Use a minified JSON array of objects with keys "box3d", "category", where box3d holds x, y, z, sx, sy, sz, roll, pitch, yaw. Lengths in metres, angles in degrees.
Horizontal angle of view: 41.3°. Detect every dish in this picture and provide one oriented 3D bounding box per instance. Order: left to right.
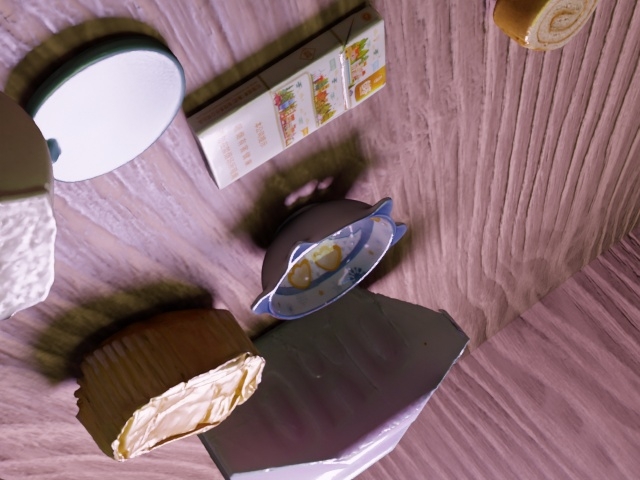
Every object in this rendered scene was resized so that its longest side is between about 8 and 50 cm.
[{"box3d":[0.000,0.000,1.133,0.236,0.086,0.228,-14,146,-45],"category":"dish"}]

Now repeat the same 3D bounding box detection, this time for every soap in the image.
[{"box3d":[0.018,0.245,1.404,0.446,0.261,0.156,-30,153,-18],"category":"soap"}]

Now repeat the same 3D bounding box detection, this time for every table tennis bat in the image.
[{"box3d":[-0.215,-0.087,0.710,0.237,0.038,0.149,-35,159,-19],"category":"table tennis bat"}]

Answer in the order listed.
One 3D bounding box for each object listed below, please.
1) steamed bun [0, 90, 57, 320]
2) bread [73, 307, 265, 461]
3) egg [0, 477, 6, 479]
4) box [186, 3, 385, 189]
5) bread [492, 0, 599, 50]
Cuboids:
[{"box3d":[-0.301,-0.018,0.537,0.242,0.164,0.146,-21,151,-33],"category":"steamed bun"},{"box3d":[-0.198,0.179,1.115,0.250,0.133,0.179,-19,150,-41],"category":"bread"},{"box3d":[-0.449,0.415,1.088,0.218,0.218,0.295,-18,139,-40],"category":"egg"},{"box3d":[-0.029,-0.144,0.880,0.220,0.032,0.122,-34,157,-10],"category":"box"},{"box3d":[0.272,-0.292,1.009,0.149,0.073,0.122,-12,141,-51],"category":"bread"}]
